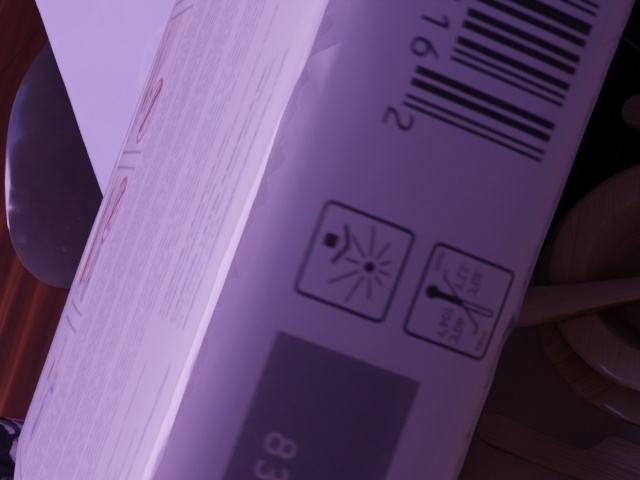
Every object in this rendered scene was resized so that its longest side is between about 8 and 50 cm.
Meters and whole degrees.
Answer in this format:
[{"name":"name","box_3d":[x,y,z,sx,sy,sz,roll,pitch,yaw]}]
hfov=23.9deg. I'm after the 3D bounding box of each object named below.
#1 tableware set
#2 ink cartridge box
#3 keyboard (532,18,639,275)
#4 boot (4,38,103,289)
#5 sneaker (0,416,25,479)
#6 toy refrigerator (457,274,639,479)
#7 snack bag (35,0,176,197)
[{"name":"tableware set","box_3d":[0.149,0.026,0.420,0.194,0.039,0.128,19,73,25]},{"name":"ink cartridge box","box_3d":[-0.023,-0.014,0.570,0.385,0.091,0.308,-167,97,-77]},{"name":"keyboard","box_3d":[0.000,0.000,0.663,0.201,0.033,0.317,47,116,32]},{"name":"boot","box_3d":[-0.131,-0.103,0.971,0.115,0.112,0.305,118,161,-69]},{"name":"sneaker","box_3d":[-0.191,0.155,0.871,0.178,0.072,0.077,37,109,62]},{"name":"toy refrigerator","box_3d":[0.080,0.150,0.480,0.102,0.094,0.269,-10,60,43]},{"name":"snack bag","box_3d":[-0.028,-0.160,0.757,0.342,0.037,0.323,-42,57,31]}]
